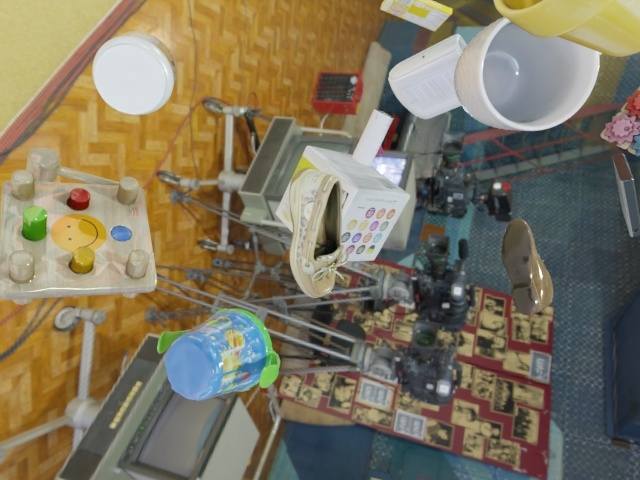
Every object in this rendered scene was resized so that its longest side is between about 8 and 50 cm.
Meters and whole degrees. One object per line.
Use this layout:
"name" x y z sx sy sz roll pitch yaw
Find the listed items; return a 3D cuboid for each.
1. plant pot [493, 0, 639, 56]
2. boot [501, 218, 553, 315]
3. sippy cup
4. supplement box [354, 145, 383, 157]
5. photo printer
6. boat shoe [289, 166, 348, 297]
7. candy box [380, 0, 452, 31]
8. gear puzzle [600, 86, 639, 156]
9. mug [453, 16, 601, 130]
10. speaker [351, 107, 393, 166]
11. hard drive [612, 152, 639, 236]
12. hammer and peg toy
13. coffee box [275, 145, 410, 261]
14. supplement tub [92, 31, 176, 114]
"plant pot" 0.465 -0.436 0.790 0.254 0.239 0.254 -45 -145 43
"boot" 0.669 0.079 1.539 0.115 0.112 0.305 -8 88 -28
"sippy cup" -0.279 0.311 1.269 0.240 0.305 0.224 66 20 8
"supplement box" 0.171 -0.316 1.695 0.055 0.083 0.043 -36 114 -38
"photo printer" 0.422 -0.580 1.752 0.256 0.307 0.107 35 54 -37
"boat shoe" 0.000 0.000 0.950 0.104 0.089 0.285 -35 130 -39
"candy box" 0.308 -0.745 1.541 0.105 0.206 0.027 166 -62 -72
"gear puzzle" 0.904 -0.374 1.224 0.044 0.175 0.339 10 118 -54
"mug" 0.534 -0.443 1.230 0.328 0.374 0.276 -95 164 -76
"speaker" 0.130 -0.256 1.200 0.136 0.055 0.055 -65 169 22
"hard drive" 0.588 -0.088 0.916 0.135 0.022 0.094 59 34 -29
"hammer and peg toy" -0.464 -0.053 0.932 0.127 0.266 0.361 -55 -136 43
"coffee box" 0.085 -0.140 1.948 0.338 0.338 0.334 1 124 -45
"supplement tub" -0.364 -0.331 0.947 0.199 0.144 0.144 -116 -158 -60
